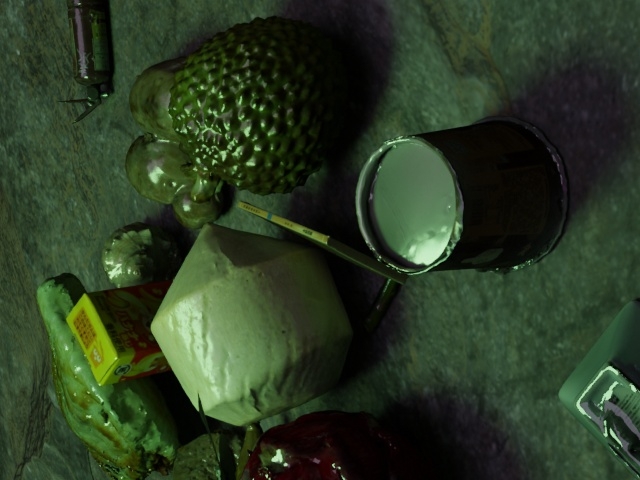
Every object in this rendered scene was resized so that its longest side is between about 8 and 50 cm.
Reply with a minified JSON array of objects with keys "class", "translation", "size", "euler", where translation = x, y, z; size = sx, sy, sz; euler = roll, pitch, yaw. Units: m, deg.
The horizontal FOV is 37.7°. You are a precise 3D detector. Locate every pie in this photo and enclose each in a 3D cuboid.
[{"class":"pie","translation":[-0.413,0.275,1.775],"size":[0.395,0.180,0.418],"euler":[47,158,32]}]

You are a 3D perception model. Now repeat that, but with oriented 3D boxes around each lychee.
[{"class":"lychee","translation":[-0.102,-0.198,1.434],"size":[0.320,0.270,0.270],"euler":[-21,79,10]}]

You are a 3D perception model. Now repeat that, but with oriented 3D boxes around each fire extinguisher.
[{"class":"fire extinguisher","translation":[-0.481,-0.364,1.904],"size":[0.106,0.075,0.252],"euler":[-2,97,15]}]

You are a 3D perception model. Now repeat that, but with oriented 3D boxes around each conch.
[{"class":"conch","translation":[-0.349,0.047,1.800],"size":[0.178,0.163,0.245],"euler":[-68,20,8]}]

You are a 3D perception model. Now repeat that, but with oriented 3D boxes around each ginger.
[{"class":"ginger","translation":[-0.257,-0.174,1.680],"size":[0.244,0.155,0.304],"euler":[17,116,36]}]

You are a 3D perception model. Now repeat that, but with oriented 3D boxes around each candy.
[{"class":"candy","translation":[-0.293,0.154,1.663],"size":[0.088,0.276,0.146],"euler":[-50,60,34]}]

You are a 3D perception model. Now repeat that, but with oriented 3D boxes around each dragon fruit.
[{"class":"dragon fruit","translation":[0.027,0.397,1.356],"size":[0.329,0.329,0.329],"euler":[9,103,44]}]

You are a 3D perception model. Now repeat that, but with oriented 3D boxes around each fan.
[{"class":"fan","translation":[-0.147,0.350,1.385],"size":[0.233,0.012,0.415],"euler":[-103,4,-47]}]

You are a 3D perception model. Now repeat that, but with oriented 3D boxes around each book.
[{"class":"book","translation":[0.000,0.001,1.403],"size":[0.241,0.170,0.018],"euler":[23,87,52]}]

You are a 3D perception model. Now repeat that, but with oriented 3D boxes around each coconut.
[{"class":"coconut","translation":[-0.115,0.118,1.468],"size":[0.329,0.329,0.329],"euler":[9,103,44]}]

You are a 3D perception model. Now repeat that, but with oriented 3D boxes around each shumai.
[{"class":"shumai","translation":[-0.187,0.464,1.721],"size":[0.175,0.166,0.206],"euler":[109,147,-61]}]

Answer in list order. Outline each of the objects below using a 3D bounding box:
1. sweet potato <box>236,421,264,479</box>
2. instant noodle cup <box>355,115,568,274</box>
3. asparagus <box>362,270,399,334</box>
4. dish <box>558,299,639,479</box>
[{"class":"sweet potato","translation":[-0.056,0.480,1.573],"size":[0.158,0.158,0.370],"euler":[-50,58,38]},{"class":"instant noodle cup","translation":[0.175,-0.052,1.207],"size":[0.217,0.207,0.217],"euler":[7,100,44]},{"class":"asparagus","translation":[0.106,0.055,1.421],"size":[0.034,0.027,0.236],"euler":[34,120,25]},{"class":"dish","translation":[0.397,0.217,1.116],"size":[0.243,0.080,0.182],"euler":[48,127,30]}]
